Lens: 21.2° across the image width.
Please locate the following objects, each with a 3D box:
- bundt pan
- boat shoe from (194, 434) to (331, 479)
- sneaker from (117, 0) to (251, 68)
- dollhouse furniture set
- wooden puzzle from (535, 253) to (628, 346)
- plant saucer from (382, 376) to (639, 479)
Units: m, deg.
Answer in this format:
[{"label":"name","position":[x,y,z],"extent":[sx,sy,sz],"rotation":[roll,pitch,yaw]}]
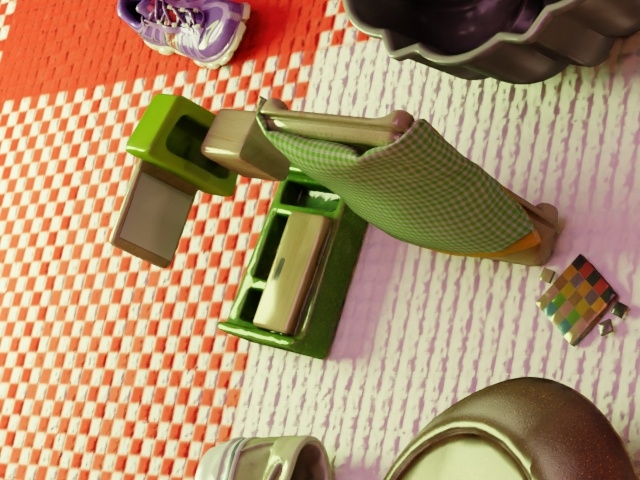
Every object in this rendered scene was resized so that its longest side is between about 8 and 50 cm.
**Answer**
[{"label":"bundt pan","position":[0.169,-0.260,1.297],"extent":[0.331,0.124,0.331],"rotation":[-23,55,37]},{"label":"boat shoe","position":[-0.051,0.279,1.264],"extent":[0.094,0.109,0.302],"rotation":[-20,54,35]},{"label":"sneaker","position":[-0.133,-0.205,1.611],"extent":[0.170,0.071,0.068],"rotation":[9,77,46]},{"label":"dollhouse furniture set","position":[0.000,0.000,1.281],"extent":[0.301,0.197,0.151],"rotation":[10,76,47]},{"label":"wooden puzzle","position":[0.183,0.043,1.219],"extent":[0.049,0.006,0.083],"rotation":[-50,44,15]},{"label":"plant saucer","position":[0.097,0.238,1.116],"extent":[0.310,0.050,0.311],"rotation":[-37,46,51]}]
